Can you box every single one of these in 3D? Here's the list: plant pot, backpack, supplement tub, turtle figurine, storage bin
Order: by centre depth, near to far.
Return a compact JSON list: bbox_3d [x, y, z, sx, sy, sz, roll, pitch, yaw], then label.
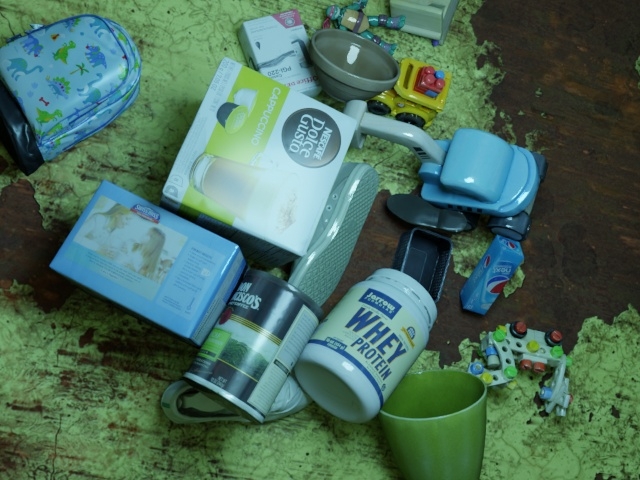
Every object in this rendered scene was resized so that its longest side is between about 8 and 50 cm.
[{"bbox_3d":[-0.583,-0.365,1.661,0.355,0.273,0.290,-27,83,-29],"label":"backpack"},{"bbox_3d":[0.113,0.245,1.726,0.235,0.235,0.325,46,58,-5],"label":"supplement tub"},{"bbox_3d":[0.287,0.506,1.769,0.274,0.275,0.294,-14,102,-16],"label":"plant pot"},{"bbox_3d":[0.071,-0.420,1.798,0.237,0.110,0.237,16,40,-14],"label":"plant pot"},{"bbox_3d":[0.259,0.069,1.892,0.122,0.084,0.180,20,77,-11],"label":"storage bin"},{"bbox_3d":[0.098,-0.577,1.905,0.234,0.118,0.175,16,114,-15],"label":"turtle figurine"}]

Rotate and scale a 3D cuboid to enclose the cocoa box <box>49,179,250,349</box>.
[{"bbox_3d":[-0.366,0.063,1.604,0.347,0.228,0.231,26,76,8],"label":"cocoa box"}]

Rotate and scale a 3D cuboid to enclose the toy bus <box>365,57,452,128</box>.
[{"bbox_3d":[0.234,-0.406,1.886,0.220,0.211,0.150,19,80,-10],"label":"toy bus"}]

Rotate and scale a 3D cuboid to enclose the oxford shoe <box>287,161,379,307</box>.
[{"bbox_3d":[0.000,0.000,1.818,0.130,0.169,0.449,22,83,31],"label":"oxford shoe"}]

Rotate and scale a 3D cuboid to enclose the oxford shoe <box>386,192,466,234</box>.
[{"bbox_3d":[0.271,-0.059,1.872,0.212,0.076,0.076,23,76,12],"label":"oxford shoe"}]

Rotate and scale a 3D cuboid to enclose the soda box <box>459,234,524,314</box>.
[{"bbox_3d":[0.443,0.092,1.878,0.067,0.210,0.071,17,35,-11],"label":"soda box"}]

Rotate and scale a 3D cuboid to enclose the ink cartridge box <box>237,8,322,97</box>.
[{"bbox_3d":[-0.102,-0.466,1.866,0.158,0.092,0.218,-20,90,-17],"label":"ink cartridge box"}]

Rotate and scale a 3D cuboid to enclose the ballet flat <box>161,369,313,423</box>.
[{"bbox_3d":[-0.173,0.370,1.711,0.400,0.139,0.139,-5,84,-16],"label":"ballet flat"}]

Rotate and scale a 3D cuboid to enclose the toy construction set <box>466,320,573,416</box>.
[{"bbox_3d":[0.543,0.334,1.895,0.327,0.151,0.215,23,52,-18],"label":"toy construction set"}]

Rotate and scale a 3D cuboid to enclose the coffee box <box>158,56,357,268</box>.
[{"bbox_3d":[-0.158,-0.159,1.679,0.334,0.338,0.338,24,77,-11],"label":"coffee box"}]

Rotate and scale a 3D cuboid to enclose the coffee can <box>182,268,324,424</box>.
[{"bbox_3d":[-0.144,0.232,1.579,0.201,0.201,0.275,33,70,-8],"label":"coffee can"}]

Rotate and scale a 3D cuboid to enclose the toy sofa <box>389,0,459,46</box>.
[{"bbox_3d":[0.321,-0.735,2.004,0.150,0.177,0.363,19,77,14],"label":"toy sofa"}]

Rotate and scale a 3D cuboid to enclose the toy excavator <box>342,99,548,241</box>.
[{"bbox_3d":[0.311,-0.207,1.818,0.445,0.432,0.222,38,69,-51],"label":"toy excavator"}]
